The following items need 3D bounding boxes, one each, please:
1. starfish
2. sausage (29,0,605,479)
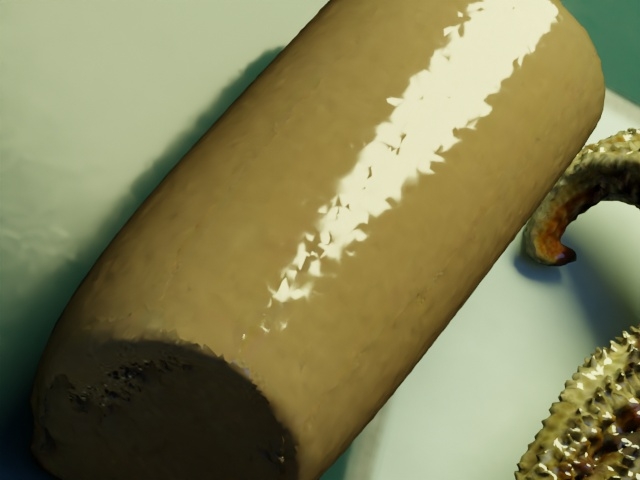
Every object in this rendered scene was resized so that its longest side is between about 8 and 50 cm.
[{"bbox_3d":[0.215,0.084,0.809,0.312,0.113,0.303,7,68,-17],"label":"starfish"},{"bbox_3d":[0.000,0.000,0.707,0.123,0.123,0.253,44,59,-9],"label":"sausage"}]
